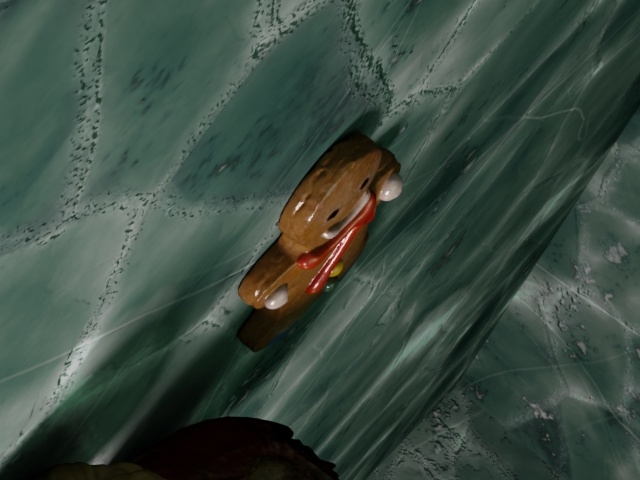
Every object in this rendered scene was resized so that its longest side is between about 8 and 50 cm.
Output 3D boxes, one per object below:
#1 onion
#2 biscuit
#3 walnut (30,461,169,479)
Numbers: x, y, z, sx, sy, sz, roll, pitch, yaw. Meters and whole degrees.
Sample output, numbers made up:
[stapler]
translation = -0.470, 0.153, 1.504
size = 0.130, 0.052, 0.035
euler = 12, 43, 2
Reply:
[onion]
translation = -0.084, 0.343, 1.818
size = 0.341, 0.341, 0.341
euler = -47, 168, -13
[biscuit]
translation = 0.003, 0.001, 1.763
size = 0.205, 0.049, 0.324
euler = -43, 165, -26
[walnut]
translation = -0.190, 0.306, 1.569
size = 0.225, 0.257, 0.257
euler = -10, 154, -17
